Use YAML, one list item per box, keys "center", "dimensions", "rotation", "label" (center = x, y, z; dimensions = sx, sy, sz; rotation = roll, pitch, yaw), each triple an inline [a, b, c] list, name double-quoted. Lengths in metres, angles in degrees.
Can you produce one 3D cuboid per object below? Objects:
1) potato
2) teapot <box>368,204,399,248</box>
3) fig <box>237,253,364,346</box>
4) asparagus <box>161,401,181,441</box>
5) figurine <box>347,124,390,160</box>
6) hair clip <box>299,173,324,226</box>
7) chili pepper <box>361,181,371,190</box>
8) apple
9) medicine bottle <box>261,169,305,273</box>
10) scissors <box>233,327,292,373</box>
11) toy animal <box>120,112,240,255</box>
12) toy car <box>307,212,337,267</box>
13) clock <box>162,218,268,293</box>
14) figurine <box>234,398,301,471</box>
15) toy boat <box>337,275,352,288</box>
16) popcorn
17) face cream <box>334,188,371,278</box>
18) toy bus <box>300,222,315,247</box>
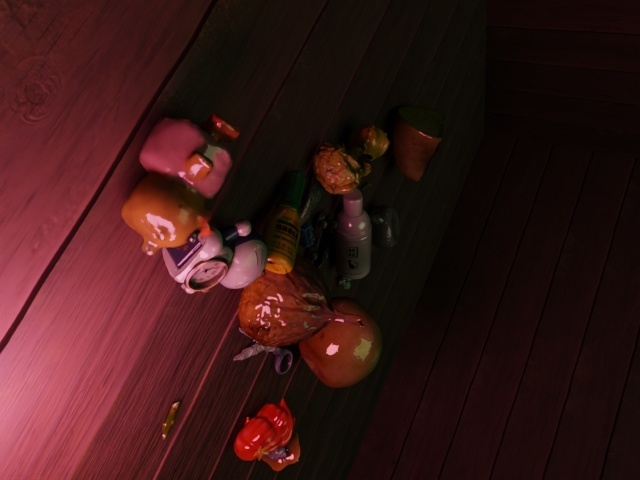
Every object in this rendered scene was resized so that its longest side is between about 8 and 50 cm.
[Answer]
- center: [0.393, -0.419, 1.852]
  dimensions: [0.330, 0.212, 0.280]
  rotation: [-63, 172, -50]
  label: "potato"
- center: [0.271, -0.059, 1.866]
  dimensions: [0.294, 0.129, 0.193]
  rotation: [34, 58, -59]
  label: "teapot"
- center: [-0.046, 0.196, 1.186]
  dimensions: [0.286, 0.368, 0.286]
  rotation: [-23, 120, -46]
  label: "fig"
- center: [-0.383, 0.457, 1.074]
  dimensions: [0.025, 0.021, 0.108]
  rotation: [26, 84, -59]
  label: "asparagus"
- center: [0.174, -0.353, 1.499]
  dimensions: [0.246, 0.156, 0.131]
  rotation: [-50, 152, -60]
  label: "figurine"
- center: [-0.032, -0.129, 1.357]
  dimensions: [0.066, 0.036, 0.229]
  rotation: [44, 67, -55]
  label: "hair clip"
- center: [0.192, -0.225, 1.750]
  dimensions: [0.083, 0.017, 0.030]
  rotation: [-27, 131, -56]
  label: "chili pepper"
- center: [0.067, 0.387, 1.584]
  dimensions: [0.277, 0.319, 0.319]
  rotation: [-40, 141, -32]
  label: "apple"
- center: [-0.097, -0.059, 1.164]
  dimensions: [0.111, 0.076, 0.309]
  rotation: [31, 55, -33]
  label: "medicine bottle"
- center: [-0.166, 0.330, 1.402]
  dimensions: [0.383, 0.029, 0.256]
  rotation: [25, 81, -62]
  label: "scissors"
- center: [-0.264, -0.104, 0.794]
  dimensions: [0.169, 0.195, 0.281]
  rotation: [17, 87, -24]
  label: "toy animal"
- center: [0.000, 0.000, 1.481]
  dimensions: [0.095, 0.056, 0.205]
  rotation: [-4, 113, -62]
  label: "toy car"
- center: [-0.221, 0.030, 0.967]
  dimensions: [0.199, 0.146, 0.243]
  rotation: [-50, 153, 11]
  label: "clock"
- center: [-0.176, 0.676, 1.471]
  dimensions: [0.208, 0.181, 0.257]
  rotation: [-25, 141, -2]
  label: "figurine"
- center: [0.114, 0.171, 1.804]
  dimensions: [0.140, 0.059, 0.066]
  rotation: [-12, 100, -58]
  label: "toy boat"
- center: [0.065, -0.239, 1.351]
  dimensions: [0.195, 0.168, 0.173]
  rotation: [-48, 179, -45]
  label: "popcorn"
- center: [0.120, -0.035, 1.593]
  dimensions: [0.145, 0.145, 0.370]
  rotation: [-46, 144, -41]
  label: "face cream"
- center: [-0.047, -0.017, 1.397]
  dimensions: [0.046, 0.038, 0.083]
  rotation: [-44, 142, -35]
  label: "toy bus"
